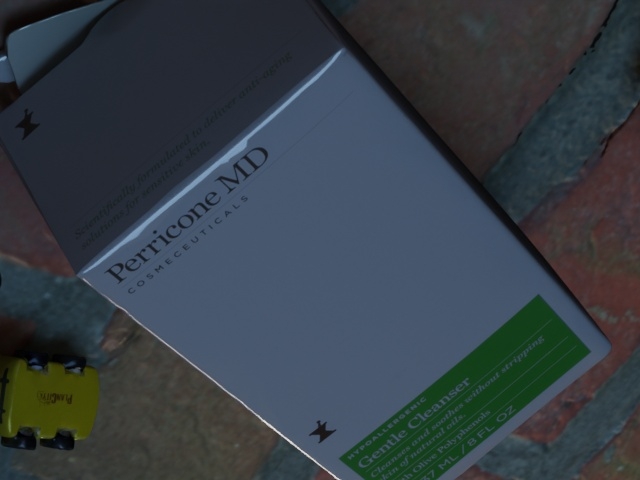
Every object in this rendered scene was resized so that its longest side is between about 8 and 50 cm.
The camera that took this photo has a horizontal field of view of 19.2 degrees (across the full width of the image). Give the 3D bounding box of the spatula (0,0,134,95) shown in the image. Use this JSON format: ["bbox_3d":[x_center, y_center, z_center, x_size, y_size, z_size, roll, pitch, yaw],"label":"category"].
[{"bbox_3d":[-0.221,-0.125,1.034,0.242,0.019,0.168,-23,134,-11],"label":"spatula"}]

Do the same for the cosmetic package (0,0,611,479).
[{"bbox_3d":[0.000,0.000,1.151,0.197,0.155,0.365,-41,138,7],"label":"cosmetic package"}]

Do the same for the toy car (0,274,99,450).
[{"bbox_3d":[-0.231,0.104,1.118,0.225,0.053,0.239,-65,147,-34],"label":"toy car"}]
